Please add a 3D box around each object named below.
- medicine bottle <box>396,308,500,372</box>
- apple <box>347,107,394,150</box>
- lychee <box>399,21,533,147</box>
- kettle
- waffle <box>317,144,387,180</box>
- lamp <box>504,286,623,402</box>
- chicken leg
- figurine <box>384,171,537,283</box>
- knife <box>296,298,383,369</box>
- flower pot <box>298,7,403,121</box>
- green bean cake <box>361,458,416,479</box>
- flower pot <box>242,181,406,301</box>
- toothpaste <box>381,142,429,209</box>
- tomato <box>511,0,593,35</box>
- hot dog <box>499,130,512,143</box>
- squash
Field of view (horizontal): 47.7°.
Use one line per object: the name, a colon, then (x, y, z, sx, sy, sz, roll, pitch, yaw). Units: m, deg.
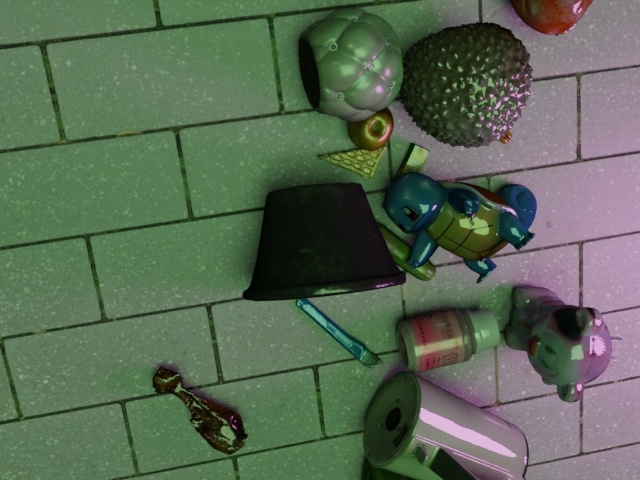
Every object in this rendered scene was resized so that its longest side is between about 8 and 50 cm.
medicine bottle: (0.329, 0.250, 1.870, 0.247, 0.147, 0.147, -13, 108, -6)
apple: (0.122, -0.265, 1.699, 0.114, 0.102, 0.099, -39, 114, 4)
lychee: (0.320, -0.344, 1.616, 0.300, 0.300, 0.299, -3, 107, -10)
kettle: (0.345, 0.536, 1.832, 0.377, 0.361, 0.250, 26, 96, -19)
waffle: (0.076, -0.214, 1.748, 0.153, 0.023, 0.097, 21, 100, -15)
lamp: (0.620, 0.248, 1.837, 0.248, 0.301, 0.247, 8, 105, -13)
chicken leg: (-0.303, 0.424, 1.836, 0.113, 0.093, 0.304, -37, 105, 21)
figurine: (0.361, -0.043, 1.727, 0.417, 0.298, 0.242, 3, 67, -21)
knife: (0.050, 0.242, 1.879, 0.296, 0.026, 0.044, 43, 92, -16)
flower pot: (0.067, -0.383, 1.586, 0.195, 0.246, 0.245, -12, 108, -12)
green bean cake: (0.222, 0.673, 1.940, 0.201, 0.214, 0.113, 6, 112, -12)
flower pot: (0.000, 0.000, 1.657, 0.380, 0.379, 0.250, -5, 90, -9)
toothpaste: (0.210, -0.152, 1.784, 0.043, 0.037, 0.178, 21, 101, -17)
tomato: (0.530, -0.582, 1.625, 0.189, 0.232, 0.232, 32, 99, 5)
hot dog: (0.447, -0.276, 1.799, 0.083, 0.021, 0.037, 42, 94, -20)
squash: (0.196, 0.028, 1.819, 0.229, 0.066, 0.066, 36, 97, -17)
